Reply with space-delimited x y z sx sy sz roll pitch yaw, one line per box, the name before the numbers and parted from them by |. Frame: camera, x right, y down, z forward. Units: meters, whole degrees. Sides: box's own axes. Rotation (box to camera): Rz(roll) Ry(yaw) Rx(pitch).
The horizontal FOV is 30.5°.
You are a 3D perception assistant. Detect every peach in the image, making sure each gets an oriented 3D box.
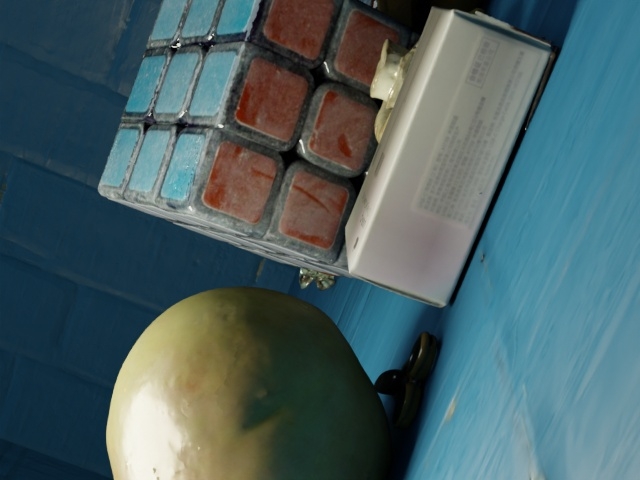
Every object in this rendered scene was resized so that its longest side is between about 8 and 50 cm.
peach | -0.072 0.191 1.049 0.292 0.247 0.292 -164 90 -84

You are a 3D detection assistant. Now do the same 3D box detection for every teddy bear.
teddy bear | 0.017 -0.011 2.272 0.111 0.133 0.213 -17 60 29

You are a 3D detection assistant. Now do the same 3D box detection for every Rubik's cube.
Rubik's cube | -0.051 -0.136 1.440 0.301 0.303 0.305 9 78 58

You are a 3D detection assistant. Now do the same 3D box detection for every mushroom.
mushroom | 0.114 -0.158 1.269 0.166 0.127 0.166 -156 90 -90

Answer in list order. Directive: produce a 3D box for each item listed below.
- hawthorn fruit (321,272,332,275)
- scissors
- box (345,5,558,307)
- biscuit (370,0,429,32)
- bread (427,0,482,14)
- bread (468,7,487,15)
hawthorn fruit | 0.020 -0.032 1.695 0.251 0.199 0.199 -96 23 -51
scissors | 0.072 0.133 1.101 0.220 0.017 0.088 130 157 -80
box | 0.113 -0.086 1.091 0.203 0.106 0.252 -92 22 -77
biscuit | 0.127 -0.341 1.687 0.359 0.074 0.381 32 -118 -73
bread | 0.212 -0.396 1.609 0.092 0.074 0.239 -84 14 -58
bread | 0.193 -0.269 1.491 0.049 0.033 0.088 -61 6 26
